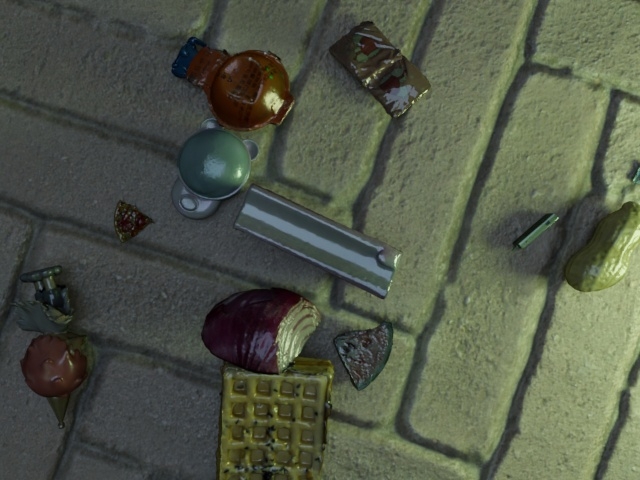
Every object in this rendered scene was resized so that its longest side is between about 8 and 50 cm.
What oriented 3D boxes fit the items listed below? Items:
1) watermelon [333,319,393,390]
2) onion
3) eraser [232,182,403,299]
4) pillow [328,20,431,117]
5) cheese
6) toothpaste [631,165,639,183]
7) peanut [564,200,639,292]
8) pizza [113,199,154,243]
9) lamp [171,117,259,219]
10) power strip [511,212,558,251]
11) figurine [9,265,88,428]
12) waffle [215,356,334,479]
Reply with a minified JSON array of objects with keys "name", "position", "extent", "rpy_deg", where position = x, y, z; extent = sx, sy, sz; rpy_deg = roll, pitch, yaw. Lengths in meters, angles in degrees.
[{"name":"watermelon","position":[0.100,0.259,1.601],"extent":[0.139,0.071,0.187],"rpy_deg":[28,97,9]},{"name":"onion","position":[-0.141,0.171,1.515],"extent":[0.248,0.250,0.111],"rpy_deg":[20,130,15]},{"name":"eraser","position":[0.000,0.000,1.506],"extent":[0.359,0.272,0.122],"rpy_deg":[24,89,3]},{"name":"pillow","position":[0.146,-0.423,1.630],"extent":[0.135,0.049,0.248],"rpy_deg":[-43,84,-1]},{"name":"cheese","position":[-0.212,-0.383,1.598],"extent":[0.329,0.129,0.217],"rpy_deg":[30,87,15]},{"name":"toothpaste","position":[0.864,-0.122,1.609],"extent":[0.205,0.036,0.056],"rpy_deg":[29,91,6]},{"name":"peanut","position":[0.688,0.023,1.570],"extent":[0.123,0.123,0.256],"rpy_deg":[42,86,2]},{"name":"pizza","position":[-0.479,-0.057,1.641],"extent":[0.100,0.029,0.099],"rpy_deg":[-33,87,0]},{"name":"lamp","position":[-0.270,-0.165,1.601],"extent":[0.180,0.108,0.246],"rpy_deg":[32,89,6]},{"name":"power strip","position":[0.515,-0.019,1.605],"extent":[0.136,0.051,0.019],"rpy_deg":[-40,95,1]},{"name":"figurine","position":[-0.628,0.255,1.580],"extent":[0.207,0.166,0.386],"rpy_deg":[-13,90,35]},{"name":"waffle","position":[-0.115,0.455,1.531],"extent":[0.261,0.114,0.376],"rpy_deg":[5,100,-7]}]
